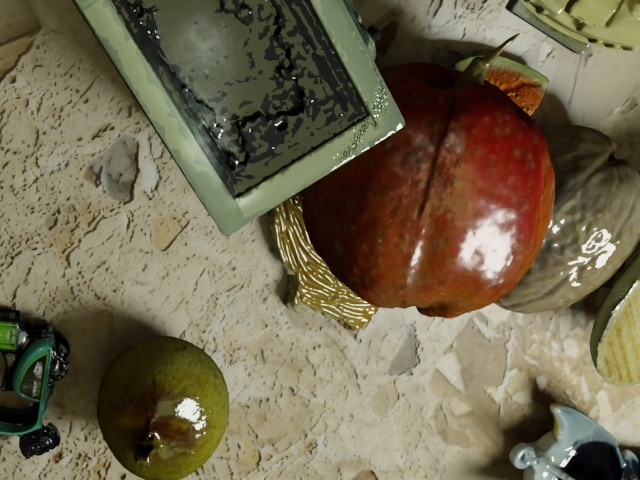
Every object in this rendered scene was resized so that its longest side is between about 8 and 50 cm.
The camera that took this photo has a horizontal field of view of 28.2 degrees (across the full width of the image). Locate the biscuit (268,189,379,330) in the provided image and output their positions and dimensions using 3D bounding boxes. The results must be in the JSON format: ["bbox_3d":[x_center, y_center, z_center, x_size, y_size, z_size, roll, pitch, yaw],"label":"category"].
[{"bbox_3d":[0.000,0.000,1.419,0.228,0.031,0.176,34,100,-28],"label":"biscuit"}]

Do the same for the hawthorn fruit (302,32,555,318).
[{"bbox_3d":[0.105,-0.050,1.277,0.258,0.258,0.262,-21,126,-7],"label":"hawthorn fruit"}]

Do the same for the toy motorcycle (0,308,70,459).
[{"bbox_3d":[-0.325,0.160,1.382,0.100,0.058,0.173,7,111,-12],"label":"toy motorcycle"}]

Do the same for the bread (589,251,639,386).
[{"bbox_3d":[0.410,0.060,1.465,0.267,0.040,0.267,-24,138,-23],"label":"bread"}]

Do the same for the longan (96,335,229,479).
[{"bbox_3d":[-0.172,0.186,1.377,0.145,0.176,0.154,-31,106,16],"label":"longan"}]

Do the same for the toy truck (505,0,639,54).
[{"bbox_3d":[0.331,-0.369,1.217,0.181,0.254,0.405,30,102,-10],"label":"toy truck"}]

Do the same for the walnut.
[{"bbox_3d":[0.254,-0.014,1.416,0.230,0.178,0.178,-43,119,13],"label":"walnut"}]

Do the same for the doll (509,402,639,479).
[{"bbox_3d":[0.350,0.303,1.631,0.316,0.103,0.145,25,121,-34],"label":"doll"}]

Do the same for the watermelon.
[{"bbox_3d":[0.185,-0.126,1.380,0.125,0.094,0.135,2,116,-32],"label":"watermelon"}]

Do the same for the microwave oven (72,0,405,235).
[{"bbox_3d":[-0.106,-0.236,1.128,0.218,0.286,0.355,-32,118,-1],"label":"microwave oven"}]
